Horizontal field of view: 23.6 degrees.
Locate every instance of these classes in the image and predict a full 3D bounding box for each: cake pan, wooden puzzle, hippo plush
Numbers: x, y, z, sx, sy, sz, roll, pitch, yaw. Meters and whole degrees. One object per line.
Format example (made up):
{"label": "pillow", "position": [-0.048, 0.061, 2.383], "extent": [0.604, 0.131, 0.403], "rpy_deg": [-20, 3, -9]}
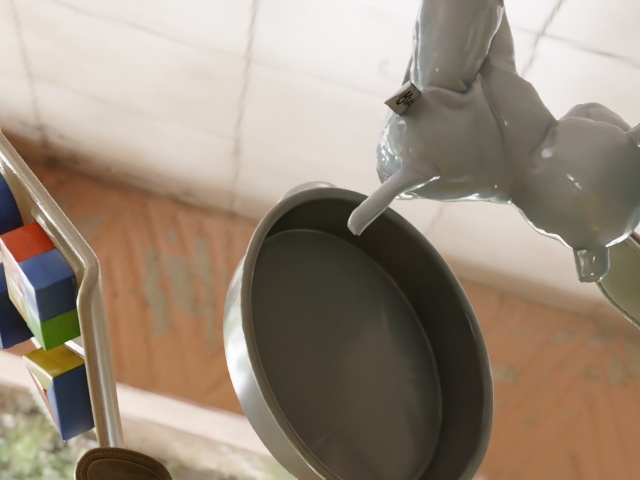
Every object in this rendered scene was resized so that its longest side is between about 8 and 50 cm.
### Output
{"label": "cake pan", "position": [0.031, 0.097, 1.318], "extent": [0.293, 0.293, 0.054], "rpy_deg": [27, 141, -33]}
{"label": "wooden puzzle", "position": [-0.319, 0.057, 1.690], "extent": [0.348, 0.080, 0.322], "rpy_deg": [53, 154, 39]}
{"label": "hippo plush", "position": [0.180, -0.104, 1.325], "extent": [0.237, 0.234, 0.294], "rpy_deg": [18, -169, 3]}

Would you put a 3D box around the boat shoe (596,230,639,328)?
{"label": "boat shoe", "position": [0.394, 0.062, 1.789], "extent": [0.227, 0.069, 0.081], "rpy_deg": [52, 134, 5]}

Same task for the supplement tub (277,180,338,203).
{"label": "supplement tub", "position": [0.000, 0.000, 1.552], "extent": [0.071, 0.071, 0.107], "rpy_deg": [8, 132, 28]}

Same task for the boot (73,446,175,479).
{"label": "boot", "position": [-0.181, 0.245, 1.458], "extent": [0.197, 0.073, 0.152], "rpy_deg": [35, 162, -31]}
